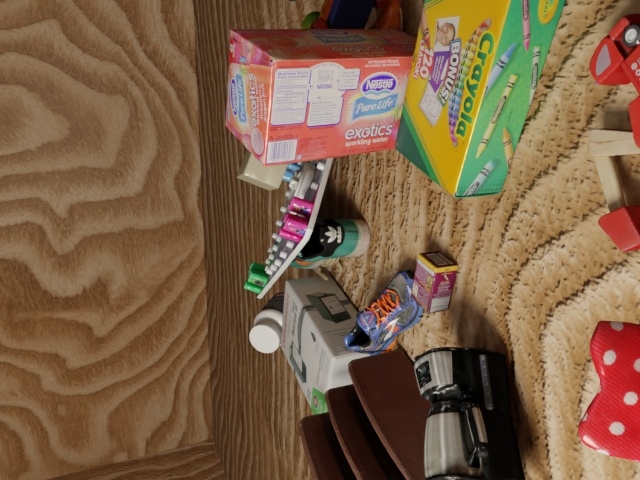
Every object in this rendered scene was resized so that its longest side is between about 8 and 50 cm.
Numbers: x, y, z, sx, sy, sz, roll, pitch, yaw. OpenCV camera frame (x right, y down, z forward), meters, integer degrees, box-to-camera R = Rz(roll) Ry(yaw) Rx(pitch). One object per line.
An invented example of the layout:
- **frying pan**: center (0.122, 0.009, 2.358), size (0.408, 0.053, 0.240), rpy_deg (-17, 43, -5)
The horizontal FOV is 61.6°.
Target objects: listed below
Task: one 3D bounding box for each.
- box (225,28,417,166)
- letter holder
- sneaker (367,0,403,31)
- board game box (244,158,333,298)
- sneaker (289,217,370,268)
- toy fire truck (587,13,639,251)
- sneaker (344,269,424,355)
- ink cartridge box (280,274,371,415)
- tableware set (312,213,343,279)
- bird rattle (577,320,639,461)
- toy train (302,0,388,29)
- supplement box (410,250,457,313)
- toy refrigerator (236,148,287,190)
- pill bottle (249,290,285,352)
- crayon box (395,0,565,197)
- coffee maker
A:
- **box**: center (0.023, -0.225, 0.805), size (0.142, 0.300, 0.154), rpy_deg (48, 140, 41)
- **letter holder**: center (0.104, 0.356, 0.902), size (0.301, 0.215, 0.151), rpy_deg (-124, 35, -49)
- **sneaker**: center (0.093, -0.336, 0.931), size (0.175, 0.068, 0.064), rpy_deg (114, 144, -49)
- **board game box**: center (-0.054, -0.110, 1.138), size (0.390, 0.051, 0.389), rpy_deg (132, 156, -61)
- **sneaker**: center (-0.028, 0.001, 1.177), size (0.302, 0.121, 0.108), rpy_deg (-17, 72, 55)
- **toy fire truck**: center (0.303, -0.101, 0.514), size (0.135, 0.047, 0.191), rpy_deg (120, 139, -57)
- **sneaker**: center (0.113, 0.140, 0.971), size (0.083, 0.087, 0.221), rpy_deg (60, 138, 40)
- **ink cartridge box**: center (0.013, 0.242, 1.212), size (0.289, 0.122, 0.211), rpy_deg (-129, 39, -53)
- **tableware set**: center (0.000, 0.000, 1.284), size (0.194, 0.039, 0.128), rpy_deg (37, 115, 53)
- **bird rattle**: center (0.287, 0.080, 0.375), size (0.143, 0.254, 0.206), rpy_deg (118, 164, -53)
- **toy train**: center (0.010, -0.349, 0.918), size (0.143, 0.105, 0.247), rpy_deg (51, 126, 50)
- **supplement box**: center (0.181, 0.066, 0.860), size (0.055, 0.043, 0.083), rpy_deg (-132, 42, -54)
- **toy refrigerator**: center (-0.094, -0.253, 1.221), size (0.269, 0.094, 0.102), rpy_deg (-71, 18, -5)
- **pill bottle**: center (-0.116, 0.217, 1.425), size (0.180, 0.108, 0.107), rpy_deg (-49, -35, -64)
- **crayon box**: center (0.194, -0.216, 0.699), size (0.165, 0.081, 0.278), rpy_deg (-125, 36, -50)
- **coffee maker**: center (0.211, 0.248, 0.730), size (0.120, 0.171, 0.178), rpy_deg (-33, 42, 42)
